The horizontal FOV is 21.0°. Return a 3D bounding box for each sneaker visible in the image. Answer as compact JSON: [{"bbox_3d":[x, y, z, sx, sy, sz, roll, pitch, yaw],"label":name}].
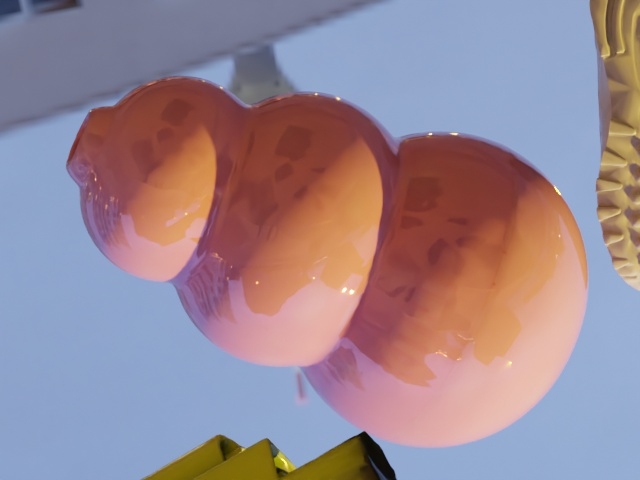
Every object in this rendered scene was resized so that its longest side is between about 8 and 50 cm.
[{"bbox_3d":[0.235,-0.081,1.212,0.090,0.235,0.095,-1,-178,7],"label":"sneaker"}]

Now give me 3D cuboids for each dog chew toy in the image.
[{"bbox_3d":[0.000,0.000,1.093,0.332,0.206,0.206,23,-152,-15],"label":"dog chew toy"}]

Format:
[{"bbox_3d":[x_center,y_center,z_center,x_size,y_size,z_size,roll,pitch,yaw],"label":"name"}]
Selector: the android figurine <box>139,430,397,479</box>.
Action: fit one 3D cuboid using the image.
[{"bbox_3d":[-0.070,0.212,0.888,0.273,0.056,0.248,-33,-140,10],"label":"android figurine"}]
